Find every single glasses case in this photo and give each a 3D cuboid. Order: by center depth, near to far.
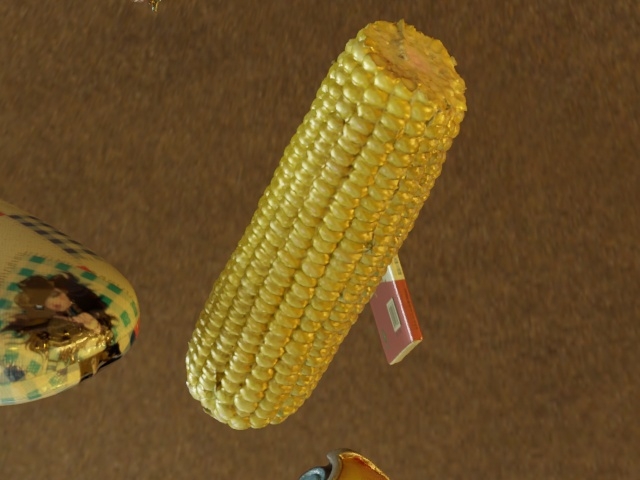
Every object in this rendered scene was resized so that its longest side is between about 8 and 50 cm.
[{"bbox_3d":[-0.237,0.014,0.917,0.327,0.125,0.076,24,123,41],"label":"glasses case"}]

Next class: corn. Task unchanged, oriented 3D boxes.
[{"bbox_3d":[0.000,0.000,0.838,0.081,0.081,0.248,24,119,-10],"label":"corn"}]

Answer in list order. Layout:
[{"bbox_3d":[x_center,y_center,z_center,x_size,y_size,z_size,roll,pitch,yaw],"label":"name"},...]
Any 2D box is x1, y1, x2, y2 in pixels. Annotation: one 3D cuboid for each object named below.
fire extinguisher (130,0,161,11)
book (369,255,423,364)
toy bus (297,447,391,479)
[{"bbox_3d":[-0.208,-0.268,1.500,0.177,0.050,0.062,12,89,-39],"label":"fire extinguisher"},{"bbox_3d":[0.061,0.014,1.697,0.022,0.162,0.231,-14,79,-9],"label":"book"},{"bbox_3d":[0.006,0.284,1.241,0.209,0.136,0.126,-44,116,-11],"label":"toy bus"}]
